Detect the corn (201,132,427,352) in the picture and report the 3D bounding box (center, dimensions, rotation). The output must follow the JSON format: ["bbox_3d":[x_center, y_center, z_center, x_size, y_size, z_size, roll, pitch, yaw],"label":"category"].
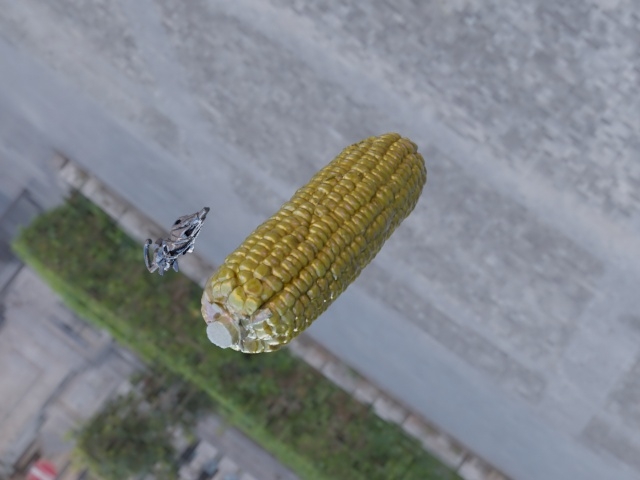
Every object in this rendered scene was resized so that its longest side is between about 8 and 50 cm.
[{"bbox_3d":[0.000,0.000,1.045,0.080,0.238,0.080,27,140,25],"label":"corn"}]

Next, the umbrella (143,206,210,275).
[{"bbox_3d":[-0.064,0.002,0.647,0.122,0.013,0.022,156,103,-70],"label":"umbrella"}]
